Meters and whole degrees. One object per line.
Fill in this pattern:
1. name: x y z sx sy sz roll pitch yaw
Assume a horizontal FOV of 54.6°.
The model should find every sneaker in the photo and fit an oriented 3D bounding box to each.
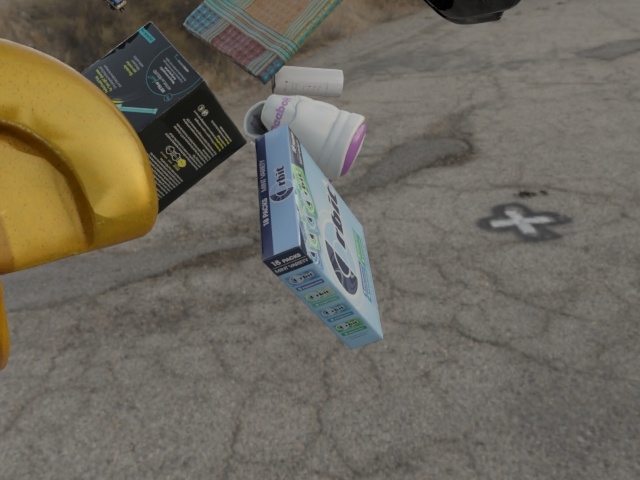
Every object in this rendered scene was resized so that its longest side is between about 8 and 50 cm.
1. sneaker: -0.029 -0.148 0.873 0.152 0.114 0.305 22 -4 -6

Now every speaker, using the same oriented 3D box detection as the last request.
1. speaker: -0.025 -0.309 1.208 0.136 0.055 0.055 1 20 -10

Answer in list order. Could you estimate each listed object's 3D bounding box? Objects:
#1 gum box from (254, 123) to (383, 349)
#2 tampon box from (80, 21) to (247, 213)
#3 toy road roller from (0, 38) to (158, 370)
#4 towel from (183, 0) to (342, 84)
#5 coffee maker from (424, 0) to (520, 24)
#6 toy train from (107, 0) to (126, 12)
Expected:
1. gum box: 0.000 0.000 0.625 0.041 0.184 0.157 -22 48 18
2. tampon box: -0.180 -0.106 0.608 0.161 0.101 0.120 -39 58 -3
3. toy road roller: -0.231 -0.071 0.304 0.241 0.329 0.203 -18 12 -38
4. towel: -0.058 -0.477 1.129 0.370 0.040 0.271 -48 56 -2
5. coffee maker: 0.150 -0.281 0.530 0.120 0.178 0.171 35 -3 -4
6. toy train: -0.401 -0.463 1.077 0.036 0.158 0.027 -22 29 53
